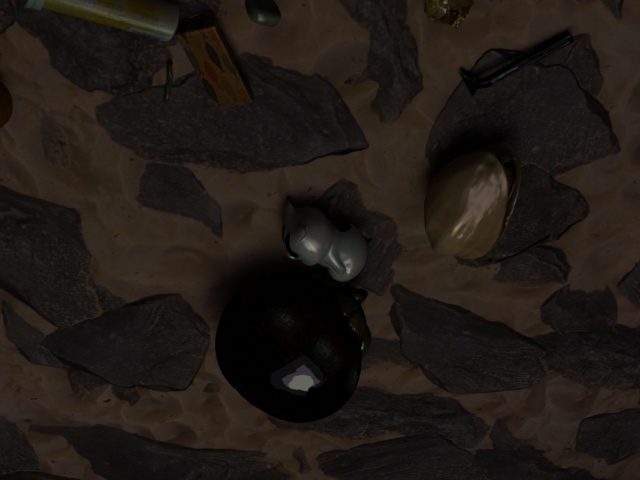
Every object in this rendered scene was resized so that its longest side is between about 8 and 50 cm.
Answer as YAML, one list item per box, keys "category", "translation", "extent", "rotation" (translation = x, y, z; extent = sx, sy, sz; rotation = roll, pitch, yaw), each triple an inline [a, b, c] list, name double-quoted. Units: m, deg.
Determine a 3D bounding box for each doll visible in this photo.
- category: "doll"
  translation: [0.003, 0.004, 2.103]
  extent: [0.180, 0.110, 0.107]
  rotation: [21, 110, -37]

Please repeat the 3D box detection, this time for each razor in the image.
- category: "razor"
  translation: [0.328, -0.292, 1.908]
  extent: [0.190, 0.033, 0.066]
  rotation: [-24, 139, 12]

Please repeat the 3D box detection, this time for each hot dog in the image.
- category: "hot dog"
  translation: [0.189, -0.373, 1.754]
  extent: [0.078, 0.061, 0.169]
  rotation: [-20, 139, 10]

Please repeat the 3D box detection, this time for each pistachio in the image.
- category: "pistachio"
  translation: [0.270, -0.072, 2.054]
  extent: [0.157, 0.157, 0.229]
  rotation: [9, 126, -24]

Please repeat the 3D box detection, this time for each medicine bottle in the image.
- category: "medicine bottle"
  translation: [-0.313, -0.341, 1.653]
  extent: [0.218, 0.074, 0.074]
  rotation: [11, 134, -29]

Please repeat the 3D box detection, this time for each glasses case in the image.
- category: "glasses case"
  translation: [-0.161, -0.276, 1.789]
  extent: [0.064, 0.041, 0.170]
  rotation: [-10, 142, 14]

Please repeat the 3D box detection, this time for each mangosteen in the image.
- category: "mangosteen"
  translation: [-0.049, 0.189, 2.194]
  extent: [0.300, 0.300, 0.300]
  rotation: [-8, 140, -7]

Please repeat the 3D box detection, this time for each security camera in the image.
- category: "security camera"
  translation: [-0.092, -0.347, 1.686]
  extent: [0.058, 0.092, 0.058]
  rotation: [-8, 141, -7]

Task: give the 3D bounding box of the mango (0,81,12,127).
- category: "mango"
  translation: [-0.546, -0.201, 1.735]
  extent: [0.165, 0.089, 0.115]
  rotation: [-9, 138, -1]

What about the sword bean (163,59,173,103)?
- category: "sword bean"
  translation: [-0.239, -0.249, 1.822]
  extent: [0.012, 0.012, 0.083]
  rotation: [-1, 138, -14]
